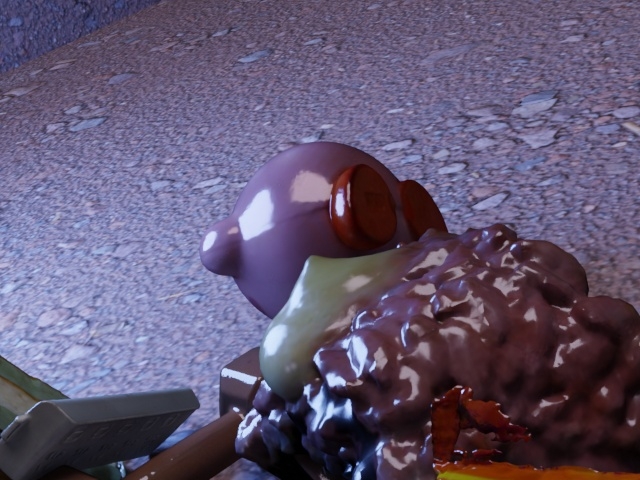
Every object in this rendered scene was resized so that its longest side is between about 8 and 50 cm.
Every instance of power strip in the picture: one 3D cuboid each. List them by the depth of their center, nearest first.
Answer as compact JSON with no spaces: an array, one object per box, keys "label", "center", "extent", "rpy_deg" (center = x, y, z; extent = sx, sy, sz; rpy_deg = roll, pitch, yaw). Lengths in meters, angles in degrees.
[{"label":"power strip","center":[-0.149,0.134,0.955],"extent":[0.060,0.027,0.252],"rpy_deg":[-44,-16,12]}]

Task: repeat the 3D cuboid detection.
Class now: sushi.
[{"label":"sushi","center":[0.062,0.106,0.701],"extent":[0.171,0.236,0.270],"rpy_deg":[-38,11,-16]}]

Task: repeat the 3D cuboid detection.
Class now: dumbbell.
[{"label":"dumbbell","center":[-0.097,0.158,0.915],"extent":[0.231,0.092,0.082],"rpy_deg":[-30,52,-32]}]

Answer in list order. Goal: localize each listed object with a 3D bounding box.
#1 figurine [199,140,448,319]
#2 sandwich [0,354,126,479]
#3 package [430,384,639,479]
[{"label":"figurine","center":[0.000,0.000,1.135],"extent":[0.173,0.173,0.173],"rpy_deg":[-15,20,5]},{"label":"sandwich","center":[-0.296,0.182,0.986],"extent":[0.198,0.227,0.155],"rpy_deg":[-52,23,6]},{"label":"package","center":[0.126,0.194,0.468],"extent":[0.223,0.288,0.108],"rpy_deg":[-5,-16,40]}]
